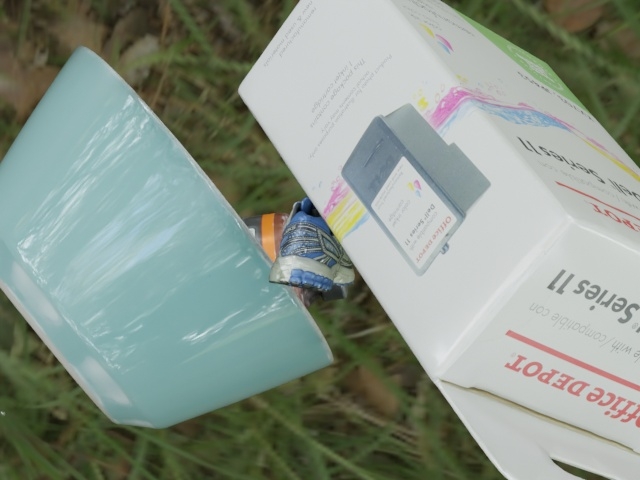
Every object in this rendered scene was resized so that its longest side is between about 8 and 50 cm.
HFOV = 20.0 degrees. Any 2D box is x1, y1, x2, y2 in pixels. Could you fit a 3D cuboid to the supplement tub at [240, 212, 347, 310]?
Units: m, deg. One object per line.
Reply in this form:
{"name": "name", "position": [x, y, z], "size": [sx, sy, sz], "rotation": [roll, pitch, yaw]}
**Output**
{"name": "supplement tub", "position": [-0.077, 0.032, 1.662], "size": [0.197, 0.106, 0.106], "rotation": [-7, 86, 3]}

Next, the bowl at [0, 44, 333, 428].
{"name": "bowl", "position": [-0.148, 0.022, 1.382], "size": [0.163, 0.311, 0.311], "rotation": [-39, 92, -6]}

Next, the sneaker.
{"name": "sneaker", "position": [0.000, 0.000, 1.215], "size": [0.052, 0.135, 0.058], "rotation": [10, 95, 3]}

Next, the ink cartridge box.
{"name": "ink cartridge box", "position": [0.118, 0.000, 1.028], "size": [0.207, 0.353, 0.119], "rotation": [23, 114, -41]}
